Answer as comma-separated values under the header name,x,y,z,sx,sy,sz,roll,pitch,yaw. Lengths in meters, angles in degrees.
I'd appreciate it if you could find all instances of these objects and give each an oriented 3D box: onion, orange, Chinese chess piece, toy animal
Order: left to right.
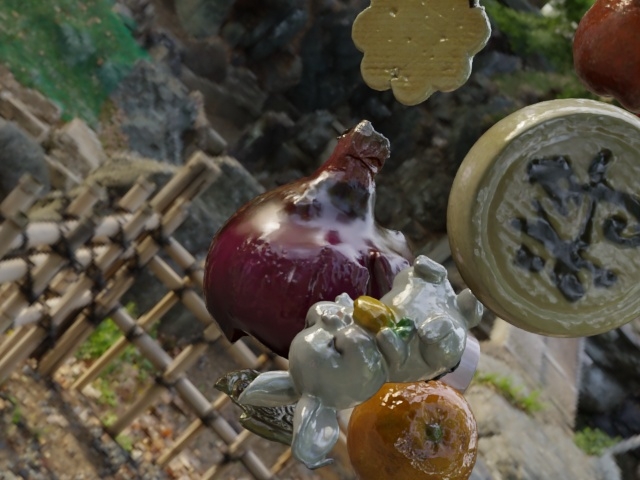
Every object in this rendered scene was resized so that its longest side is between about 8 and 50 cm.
name,x,y,z,sx,sy,sz,roll,pitch,yaw
onion,0.000,0.000,1.595,0.398,0.421,0.398,8,10,-1
toy animal,0.059,0.157,1.277,0.208,0.325,0.154,36,-15,40
orange,0.177,0.391,1.844,0.261,0.261,0.261,43,15,-14
Chinese chess piece,0.264,-0.023,1.016,0.257,0.257,0.104,44,6,-8

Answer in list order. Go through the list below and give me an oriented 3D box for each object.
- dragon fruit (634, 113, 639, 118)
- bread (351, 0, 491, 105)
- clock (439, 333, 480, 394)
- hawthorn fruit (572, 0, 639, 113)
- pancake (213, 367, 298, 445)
name,x,y,z,sx,sy,sz,roll,pitch,yaw
dragon fruit,0.645,-0.244,1.727,0.136,0.166,0.133,7,60,-38
bread,0.210,-0.433,1.968,0.316,0.316,0.054,52,20,21
clock,0.257,0.280,2.036,0.068,0.197,0.197,31,17,-11
hawthorn fruit,0.498,-0.305,1.426,0.235,0.231,0.263,-58,146,-44
pancake,-0.072,0.281,1.600,0.211,0.029,0.235,7,19,-42
